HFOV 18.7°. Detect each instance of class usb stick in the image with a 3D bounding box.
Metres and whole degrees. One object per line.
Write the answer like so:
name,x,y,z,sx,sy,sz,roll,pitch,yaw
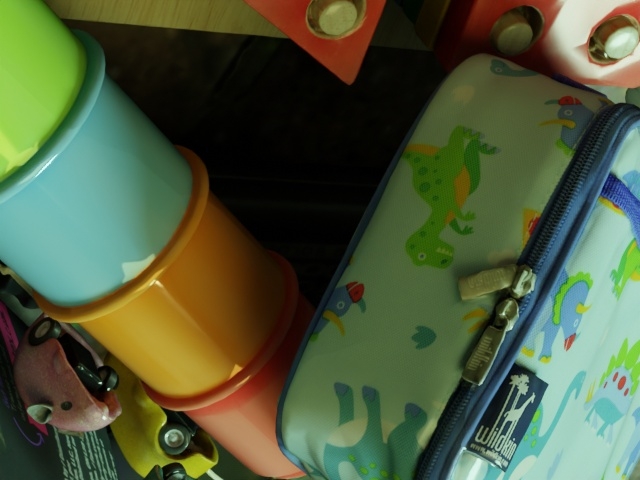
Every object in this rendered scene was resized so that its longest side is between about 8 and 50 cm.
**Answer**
usb stick,0.000,0.000,0.825,0.278,0.045,0.077,2,134,-29

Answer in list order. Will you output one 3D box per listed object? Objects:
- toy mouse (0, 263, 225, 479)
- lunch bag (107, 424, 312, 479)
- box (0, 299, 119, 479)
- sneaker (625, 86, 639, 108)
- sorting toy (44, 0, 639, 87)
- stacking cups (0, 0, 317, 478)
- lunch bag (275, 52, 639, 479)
toy mouse,-0.074,0.080,0.729,0.031,0.143,0.161,-40,103,7
lunch bag,-0.002,0.173,0.928,0.224,0.108,0.279,-28,135,-2
box,-0.200,0.081,0.713,0.165,0.143,0.270,-30,135,8
sneaker,0.249,-0.126,0.810,0.262,0.099,0.121,-22,130,-10
sorting toy,0.044,-0.165,0.671,0.255,0.089,0.257,2,127,-28
stacking cups,-0.097,-0.018,0.685,0.096,0.096,0.316,-36,125,5
lunch bag,0.074,0.040,0.735,0.176,0.090,0.219,-61,155,-13
